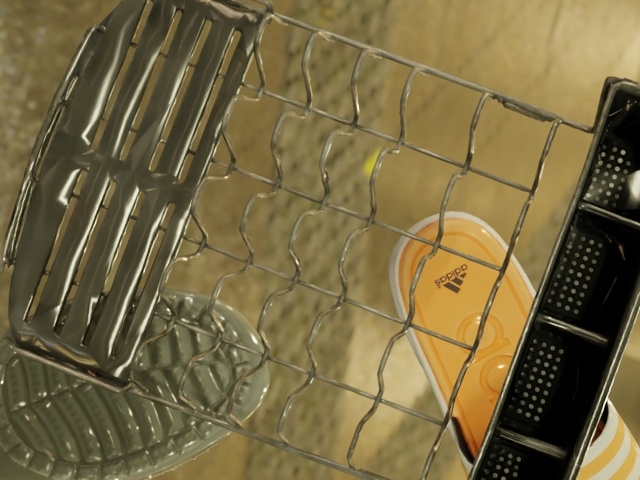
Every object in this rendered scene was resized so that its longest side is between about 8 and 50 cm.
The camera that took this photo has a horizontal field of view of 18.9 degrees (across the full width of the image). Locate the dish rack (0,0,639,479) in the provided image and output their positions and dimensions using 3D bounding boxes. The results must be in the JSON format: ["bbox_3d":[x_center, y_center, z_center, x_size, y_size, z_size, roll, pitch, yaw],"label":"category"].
[{"bbox_3d":[0.000,0.000,0.828,0.074,0.272,0.208,50,60,-83],"label":"dish rack"}]

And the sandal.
[{"bbox_3d":[0.119,0.108,1.115,0.265,0.102,0.076,58,3,-18],"label":"sandal"}]

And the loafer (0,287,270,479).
[{"bbox_3d":[-0.143,0.092,0.949,0.087,0.251,0.094,44,28,-77],"label":"loafer"}]
